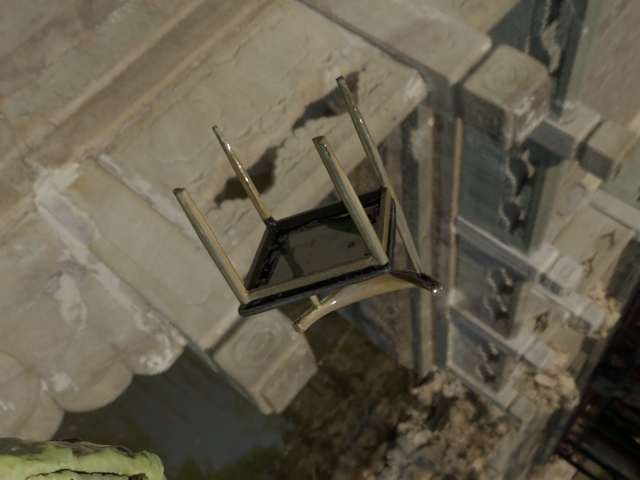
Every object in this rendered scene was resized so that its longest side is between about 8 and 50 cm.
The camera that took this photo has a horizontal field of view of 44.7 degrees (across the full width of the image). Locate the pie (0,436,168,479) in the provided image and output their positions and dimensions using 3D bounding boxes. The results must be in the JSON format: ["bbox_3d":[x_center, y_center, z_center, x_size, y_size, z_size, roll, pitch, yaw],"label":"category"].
[{"bbox_3d":[-0.239,0.200,0.515,0.306,0.071,0.306,-20,154,-10],"label":"pie"}]

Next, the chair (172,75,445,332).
[{"bbox_3d":[0.000,0.000,0.821,0.272,0.188,0.166,61,23,-26],"label":"chair"}]
